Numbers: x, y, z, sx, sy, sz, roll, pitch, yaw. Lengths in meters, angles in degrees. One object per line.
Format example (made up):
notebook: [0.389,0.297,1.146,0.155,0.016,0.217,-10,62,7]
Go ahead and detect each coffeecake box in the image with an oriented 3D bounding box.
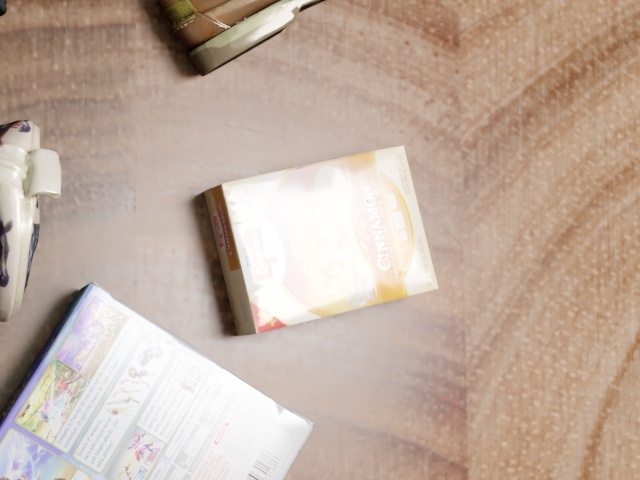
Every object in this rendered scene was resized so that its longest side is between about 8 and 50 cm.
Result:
coffeecake box: [0.000,0.000,1.481,0.186,0.068,0.142,-13,89,-20]

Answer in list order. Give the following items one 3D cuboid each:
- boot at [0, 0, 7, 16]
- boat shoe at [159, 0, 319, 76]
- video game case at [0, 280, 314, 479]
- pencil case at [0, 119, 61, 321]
boot: [-0.398,-0.152,1.345,0.247,0.094,0.207,15,77,-20]
boat shoe: [-0.010,-0.274,1.487,0.307,0.111,0.104,-33,96,-20]
video game case: [-0.176,0.215,1.397,0.244,0.061,0.269,35,74,-14]
pencil case: [-0.408,-0.048,1.214,0.410,0.183,0.159,11,64,-8]
